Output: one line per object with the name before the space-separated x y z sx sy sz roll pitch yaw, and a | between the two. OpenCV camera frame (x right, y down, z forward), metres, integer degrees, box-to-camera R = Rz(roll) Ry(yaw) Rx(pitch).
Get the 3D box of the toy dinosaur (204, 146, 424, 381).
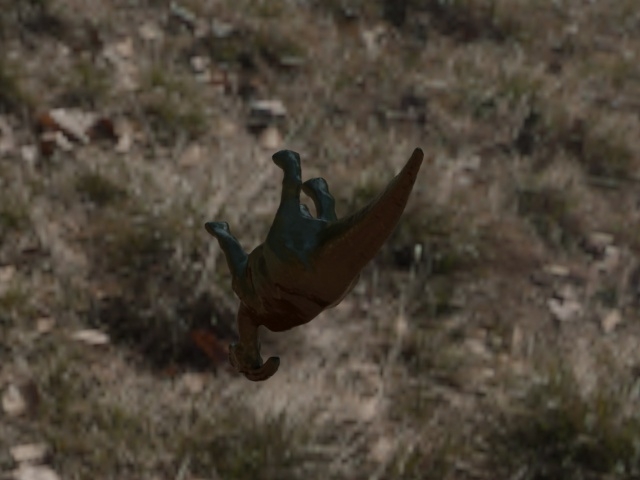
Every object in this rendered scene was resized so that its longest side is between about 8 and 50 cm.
toy dinosaur | -0.002 -0.003 0.434 0.026 0.113 0.041 3 57 -28
